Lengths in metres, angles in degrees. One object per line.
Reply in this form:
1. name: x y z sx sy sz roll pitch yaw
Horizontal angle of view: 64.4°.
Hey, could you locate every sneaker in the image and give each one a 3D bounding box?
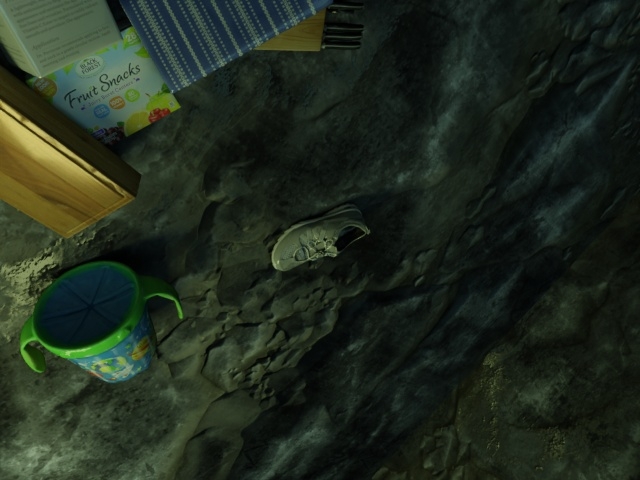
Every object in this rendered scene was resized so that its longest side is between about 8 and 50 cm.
1. sneaker: 0.000 0.000 1.346 0.281 0.115 0.105 -32 132 -7

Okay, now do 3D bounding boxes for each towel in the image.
1. towel: -0.170 -0.440 0.872 0.336 0.040 0.243 -28 97 4

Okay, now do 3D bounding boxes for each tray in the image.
1. tray: -0.546 -0.170 0.887 0.202 0.076 0.411 -24 137 22

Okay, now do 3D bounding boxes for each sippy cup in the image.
1. sippy cup: -0.484 0.202 1.157 0.305 0.240 0.224 6 141 12

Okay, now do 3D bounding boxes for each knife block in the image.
1. knife block: -0.051 -0.426 1.030 0.275 0.088 0.242 -44 132 4

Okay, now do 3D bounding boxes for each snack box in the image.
1. snack box: -0.398 -0.281 0.946 0.207 0.070 0.175 -31 134 -8

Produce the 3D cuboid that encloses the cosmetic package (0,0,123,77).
1. cosmetic package: -0.436 -0.375 0.779 0.151 0.151 0.184 -38 135 -26
